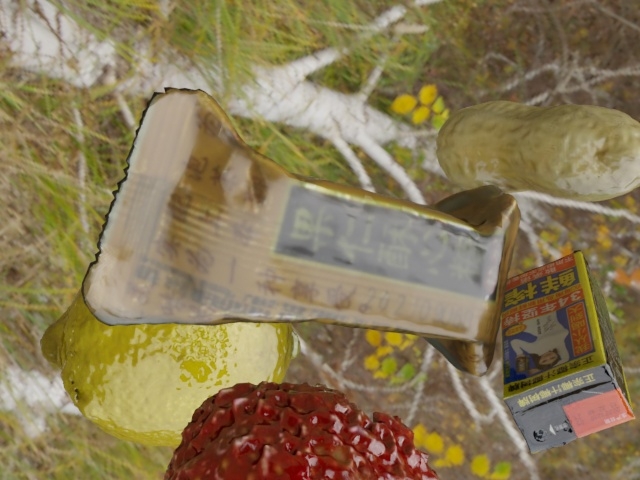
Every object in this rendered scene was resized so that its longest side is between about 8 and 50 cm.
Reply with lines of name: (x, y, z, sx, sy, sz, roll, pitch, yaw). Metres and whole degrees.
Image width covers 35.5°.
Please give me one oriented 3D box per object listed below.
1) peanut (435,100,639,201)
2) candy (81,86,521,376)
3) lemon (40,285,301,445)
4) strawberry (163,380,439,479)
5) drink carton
peanut: (0.253, -0.098, 1.126, 0.125, 0.274, 0.111, 2, 97, -43)
candy: (0.000, 0.000, 0.610, 0.271, 0.101, 0.143, 11, 95, -23)
lemon: (-0.183, 0.131, 1.235, 0.319, 0.245, 0.245, -2, 132, -7)
strawberry: (-0.017, 0.257, 0.812, 0.258, 0.261, 0.261, -66, 168, -51)
drink carton: (0.164, 0.073, 0.685, 0.071, 0.166, 0.056, -26, 108, 19)
